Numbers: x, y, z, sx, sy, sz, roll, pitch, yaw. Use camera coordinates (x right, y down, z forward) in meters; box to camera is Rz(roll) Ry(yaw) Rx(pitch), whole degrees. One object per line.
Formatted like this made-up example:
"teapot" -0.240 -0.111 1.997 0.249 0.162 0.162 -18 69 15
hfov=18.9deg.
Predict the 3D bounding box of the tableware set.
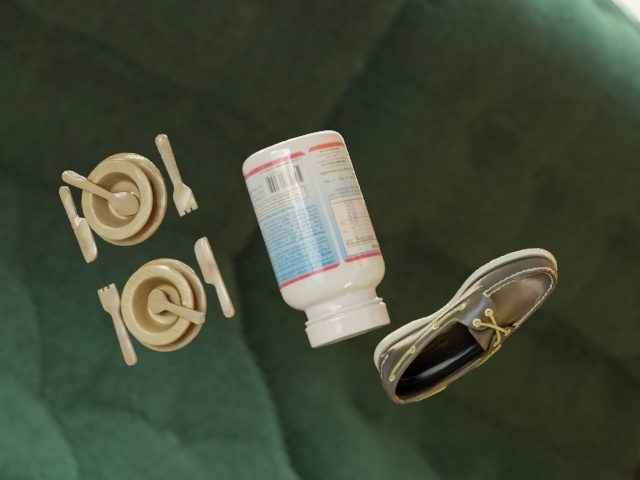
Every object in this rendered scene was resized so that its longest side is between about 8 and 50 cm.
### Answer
"tableware set" -0.168 0.010 1.778 0.039 0.128 0.194 4 62 -66

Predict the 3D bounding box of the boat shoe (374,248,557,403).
"boat shoe" 0.162 0.095 2.045 0.081 0.227 0.069 47 15 -31

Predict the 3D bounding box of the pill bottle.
"pill bottle" 0.000 0.000 1.529 0.087 0.087 0.160 -5 77 -66
